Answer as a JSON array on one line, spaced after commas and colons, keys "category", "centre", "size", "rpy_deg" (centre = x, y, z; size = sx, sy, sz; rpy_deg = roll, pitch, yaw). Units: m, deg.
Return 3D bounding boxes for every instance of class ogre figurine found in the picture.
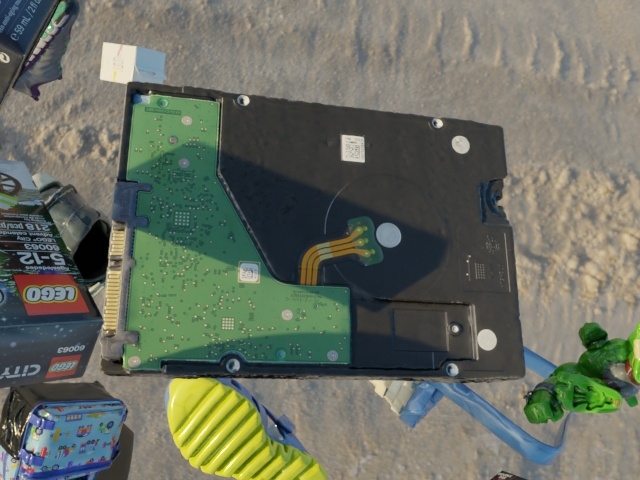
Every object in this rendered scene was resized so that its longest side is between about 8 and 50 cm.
[{"category": "ogre figurine", "centre": [0.316, 0.140, 0.665], "size": [0.097, 0.118, 0.197], "rpy_deg": [44, 99, 14]}]

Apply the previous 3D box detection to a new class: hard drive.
[{"category": "hard drive", "centre": [0.000, 0.000, 0.523], "size": [0.339, 0.064, 0.236], "rpy_deg": [3, 73, -14]}]

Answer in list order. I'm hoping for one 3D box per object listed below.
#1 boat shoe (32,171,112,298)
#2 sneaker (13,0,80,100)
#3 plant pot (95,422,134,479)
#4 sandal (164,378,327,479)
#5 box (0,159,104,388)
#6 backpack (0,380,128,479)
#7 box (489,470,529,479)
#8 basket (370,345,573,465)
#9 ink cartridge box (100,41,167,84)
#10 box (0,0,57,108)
[{"category": "boat shoe", "centre": [-0.249, 0.013, 0.641], "size": [0.079, 0.254, 0.095], "rpy_deg": [31, 63, 2]}, {"category": "sneaker", "centre": [-0.498, -0.353, 1.128], "size": [0.098, 0.224, 0.083], "rpy_deg": [25, 34, -54]}, {"category": "plant pot", "centre": [-0.443, 0.402, 1.064], "size": [0.188, 0.167, 0.188], "rpy_deg": [-24, 133, -3]}, {"category": "sandal", "centre": [-0.120, 0.287, 0.929], "size": [0.126, 0.138, 0.317], "rpy_deg": [-37, 123, 0]}, {"category": "box", "centre": [-0.244, 0.008, 0.286], "size": [0.233, 0.044, 0.159], "rpy_deg": [2, 35, -44]}, {"category": "backpack", "centre": [-0.362, 0.288, 0.836], "size": [0.158, 0.117, 0.173], "rpy_deg": [19, 90, -51]}, {"category": "box", "centre": [0.131, 0.217, 0.443], "size": [0.083, 0.062, 0.052], "rpy_deg": [-25, 95, -23]}, {"category": "basket", "centre": [0.187, 0.142, 0.775], "size": [0.255, 0.289, 0.201], "rpy_deg": [-3, 120, -60]}, {"category": "ink cartridge box", "centre": [-0.440, -0.414, 1.460], "size": [0.092, 0.143, 0.089], "rpy_deg": [-8, 111, -55]}, {"category": "box", "centre": [-0.517, -0.356, 0.817], "size": [0.294, 0.183, 0.296], "rpy_deg": [27, 46, -28]}]
